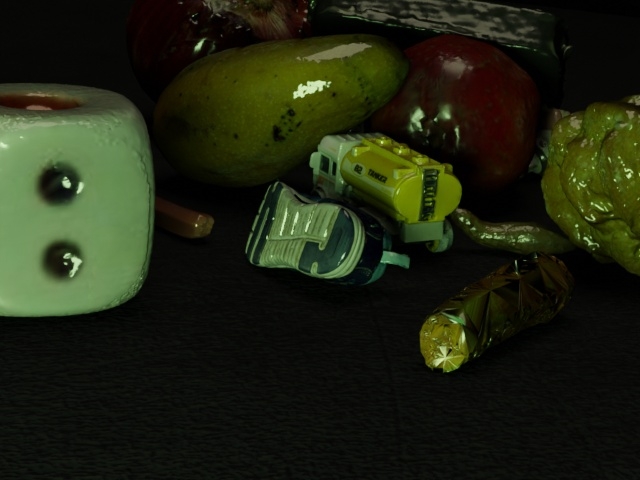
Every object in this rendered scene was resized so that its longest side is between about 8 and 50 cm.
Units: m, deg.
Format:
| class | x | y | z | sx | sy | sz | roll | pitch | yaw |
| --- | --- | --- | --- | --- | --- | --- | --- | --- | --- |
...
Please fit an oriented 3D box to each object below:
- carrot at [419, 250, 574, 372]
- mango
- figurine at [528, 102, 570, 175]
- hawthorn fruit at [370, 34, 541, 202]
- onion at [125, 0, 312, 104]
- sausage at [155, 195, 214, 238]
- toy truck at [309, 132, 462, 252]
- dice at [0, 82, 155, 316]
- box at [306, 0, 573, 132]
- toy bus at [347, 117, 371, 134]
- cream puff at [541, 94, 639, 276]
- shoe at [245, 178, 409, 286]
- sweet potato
| class | x | y | z | sx | sy | sz | roll | pitch | yaw |
| --- | --- | --- | --- | --- | --- | --- | --- | --- | --- |
| carrot | 0.164 | 0.063 | 1.457 | 0.069 | 0.069 | 0.229 | 14 | 20 | 31 |
| mango | -0.052 | -0.156 | 1.876 | 0.329 | 0.175 | 0.176 | -9 | 30 | 40 |
| figurine | 0.307 | -0.126 | 2.095 | 0.146 | 0.081 | 0.098 | -2 | 54 | -15 |
| hawthorn fruit | 0.155 | -0.143 | 1.920 | 0.215 | 0.215 | 0.250 | 10 | 20 | 20 |
| onion | -0.140 | -0.269 | 2.232 | 0.276 | 0.276 | 0.276 | 3 | 16 | -1 |
| sausage | -0.170 | -0.030 | 1.751 | 0.030 | 0.035 | 0.147 | -14 | 22 | -37 |
| toy truck | 0.071 | -0.057 | 1.751 | 0.098 | 0.114 | 0.227 | -4 | 18 | -25 |
| dice | -0.266 | -0.042 | 1.496 | 0.194 | 0.192 | 0.193 | -2 | 16 | -22 |
| box | 0.164 | -0.237 | 2.161 | 0.350 | 0.091 | 0.359 | 10 | -16 | 9 |
| toy bus | 0.050 | -0.158 | 2.201 | 0.037 | 0.052 | 0.130 | 3 | 16 | 7 |
| cream puff | 0.353 | -0.061 | 1.677 | 0.244 | 0.196 | 0.244 | 6 | 16 | -2 |
| shoe | 0.000 | 0.000 | 1.622 | 0.106 | 0.091 | 0.207 | 19 | 0 | -37 |
| sweet potato | 0.203 | -0.008 | 1.732 | 0.153 | 0.041 | 0.038 | 17 | 0 | 1 |
